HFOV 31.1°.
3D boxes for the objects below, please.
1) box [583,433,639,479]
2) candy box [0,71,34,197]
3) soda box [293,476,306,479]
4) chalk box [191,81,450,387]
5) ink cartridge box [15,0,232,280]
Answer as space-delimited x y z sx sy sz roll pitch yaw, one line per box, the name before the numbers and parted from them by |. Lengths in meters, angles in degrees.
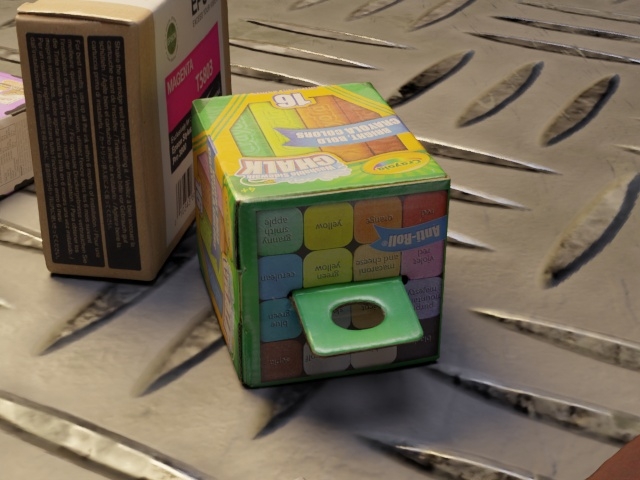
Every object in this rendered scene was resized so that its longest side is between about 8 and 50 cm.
box | 0.192 0.151 0.404 0.167 0.169 0.203 25 36 37
candy box | -0.327 -0.080 0.935 0.164 0.070 0.196 15 30 24
soda box | -0.081 0.195 0.386 0.286 0.098 0.091 -22 35 -38
chalk box | 0.000 0.000 0.726 0.132 0.132 0.213 -7 28 -14
ink cartridge box | -0.134 -0.108 0.864 0.088 0.193 0.235 6 28 9
